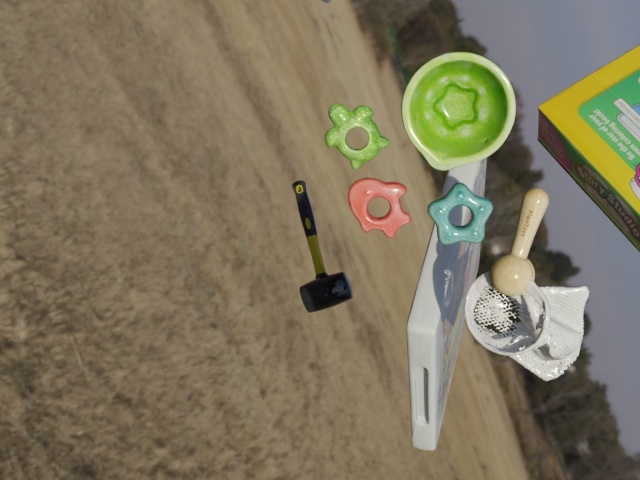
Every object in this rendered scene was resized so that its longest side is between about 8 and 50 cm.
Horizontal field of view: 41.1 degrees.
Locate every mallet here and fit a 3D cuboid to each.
[{"bbox_3d":[0.000,0.000,1.083,0.039,0.063,0.189,60,20,-58],"label":"mallet"}]

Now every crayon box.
[{"bbox_3d":[0.559,-0.135,1.267,0.362,0.313,0.106,57,-3,30],"label":"crayon box"}]

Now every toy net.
[{"bbox_3d":[0.095,0.001,0.548,0.232,0.122,0.045,64,9,-10],"label":"toy net"}]

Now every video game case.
[{"bbox_3d":[0.115,0.040,0.755,0.206,0.026,0.226,81,24,-52],"label":"video game case"}]

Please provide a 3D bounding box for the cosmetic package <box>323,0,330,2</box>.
[{"bbox_3d":[-0.016,-0.519,1.347,0.129,0.153,0.296,23,31,-24],"label":"cosmetic package"}]
